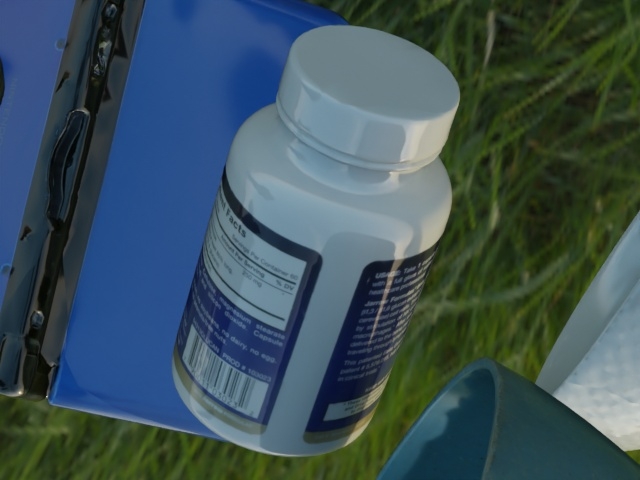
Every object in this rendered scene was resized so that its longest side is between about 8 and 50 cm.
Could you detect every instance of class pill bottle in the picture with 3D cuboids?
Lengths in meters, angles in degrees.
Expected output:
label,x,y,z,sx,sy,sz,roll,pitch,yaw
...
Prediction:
label,x,y,z,sx,sy,sz,roll,pitch,yaw
pill bottle,0.000,0.000,0.697,0.094,0.094,0.169,20,124,1

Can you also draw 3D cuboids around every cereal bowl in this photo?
label,x,y,z,sx,sy,sz,roll,pitch,yaw
cereal bowl,0.319,0.037,1.386,0.141,0.339,0.339,32,129,4

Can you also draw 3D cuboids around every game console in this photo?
label,x,y,z,sx,sy,sz,roll,pitch,yaw
game console,-0.147,-0.037,1.101,0.250,0.293,0.173,9,173,34

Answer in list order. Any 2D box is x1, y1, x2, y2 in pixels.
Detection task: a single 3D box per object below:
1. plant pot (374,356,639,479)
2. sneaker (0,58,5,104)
label,x,y,z,sx,sy,sz,roll,pitch,yaw
plant pot,0.077,0.216,0.601,0.195,0.290,0.290,29,129,-2
sneaker,-0.176,-0.052,0.592,0.051,0.170,0.089,24,137,23
